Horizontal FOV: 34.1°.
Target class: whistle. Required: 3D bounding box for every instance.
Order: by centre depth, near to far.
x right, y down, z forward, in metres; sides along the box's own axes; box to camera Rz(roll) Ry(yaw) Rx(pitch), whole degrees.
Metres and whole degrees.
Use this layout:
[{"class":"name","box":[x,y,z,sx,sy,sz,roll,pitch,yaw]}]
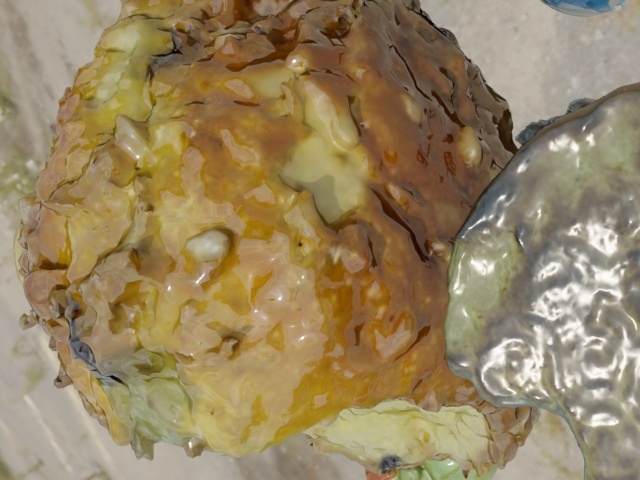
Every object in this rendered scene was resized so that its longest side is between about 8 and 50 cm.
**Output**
[{"class":"whistle","box":[0.126,0.307,1.389,0.131,0.288,0.106,8,-124,-65]}]

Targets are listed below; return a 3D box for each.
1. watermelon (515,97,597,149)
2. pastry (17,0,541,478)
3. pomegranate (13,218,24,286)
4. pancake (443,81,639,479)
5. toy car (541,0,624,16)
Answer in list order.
[{"class":"watermelon","box":[0.240,-0.061,0.780,0.158,0.121,0.098,55,154,35]},{"class":"pastry","box":[-0.007,-0.016,0.691,0.292,0.405,0.337,-18,67,40]},{"class":"pomegranate","box":[-0.249,0.005,1.251,0.233,0.233,0.233,37,150,26]},{"class":"pancake","box":[0.170,0.079,0.445,0.288,0.286,0.033,34,-166,24]},{"class":"toy car","box":[0.195,-0.343,1.042,0.166,0.198,0.314,-31,116,20]}]
